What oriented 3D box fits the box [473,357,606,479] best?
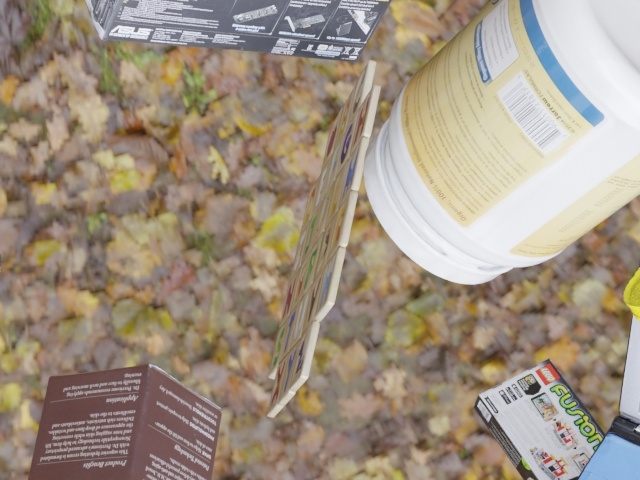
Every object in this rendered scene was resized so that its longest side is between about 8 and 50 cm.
[{"bbox_3d":[0.291,0.254,1.674,0.114,0.207,0.036,-23,153,-21],"label":"box"}]

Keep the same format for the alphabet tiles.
[{"bbox_3d":[0.000,0.000,1.398,0.011,0.285,0.342,16,68,-7],"label":"alphabet tiles"}]

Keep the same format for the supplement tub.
[{"bbox_3d":[0.131,-0.073,0.820,0.144,0.144,0.200,24,138,-24],"label":"supplement tub"}]

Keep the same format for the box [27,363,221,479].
[{"bbox_3d":[-0.247,0.283,1.721,0.168,0.203,0.167,-9,149,28],"label":"box"}]

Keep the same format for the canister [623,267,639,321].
[{"bbox_3d":[0.366,0.091,1.216,0.170,0.126,0.073,47,71,-20],"label":"canister"}]

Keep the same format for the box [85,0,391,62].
[{"bbox_3d":[-0.053,-0.298,1.363,0.307,0.076,0.242,0,139,-31],"label":"box"}]

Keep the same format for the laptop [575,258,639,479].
[{"bbox_3d":[0.398,0.230,1.287,0.236,0.382,0.408,-24,126,-43],"label":"laptop"}]
